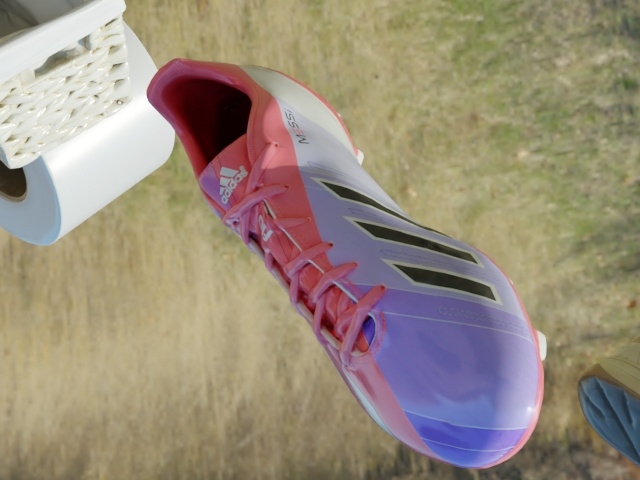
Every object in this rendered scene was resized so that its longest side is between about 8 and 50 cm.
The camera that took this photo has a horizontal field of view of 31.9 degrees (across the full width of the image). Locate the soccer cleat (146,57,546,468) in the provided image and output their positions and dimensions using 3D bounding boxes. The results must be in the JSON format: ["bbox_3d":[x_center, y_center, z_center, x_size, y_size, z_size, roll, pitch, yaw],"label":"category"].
[{"bbox_3d":[0.000,0.000,0.465,0.095,0.248,0.083,17,116,-36],"label":"soccer cleat"}]

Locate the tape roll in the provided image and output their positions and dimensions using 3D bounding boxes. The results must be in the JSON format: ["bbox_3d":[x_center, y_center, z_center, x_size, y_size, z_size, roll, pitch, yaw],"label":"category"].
[{"bbox_3d":[-0.302,-0.139,1.225,0.169,0.246,0.246,-40,-176,-32],"label":"tape roll"}]

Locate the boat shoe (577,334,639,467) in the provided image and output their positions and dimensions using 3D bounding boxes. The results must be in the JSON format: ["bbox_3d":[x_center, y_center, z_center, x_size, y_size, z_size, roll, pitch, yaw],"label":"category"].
[{"bbox_3d":[0.332,0.168,0.816,0.098,0.302,0.109,-32,139,-25],"label":"boat shoe"}]

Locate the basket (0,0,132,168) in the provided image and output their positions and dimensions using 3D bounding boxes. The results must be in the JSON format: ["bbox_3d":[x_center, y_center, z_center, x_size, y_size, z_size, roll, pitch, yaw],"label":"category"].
[{"bbox_3d":[-0.212,-0.140,0.734,0.113,0.167,0.103,-34,147,-24],"label":"basket"}]
